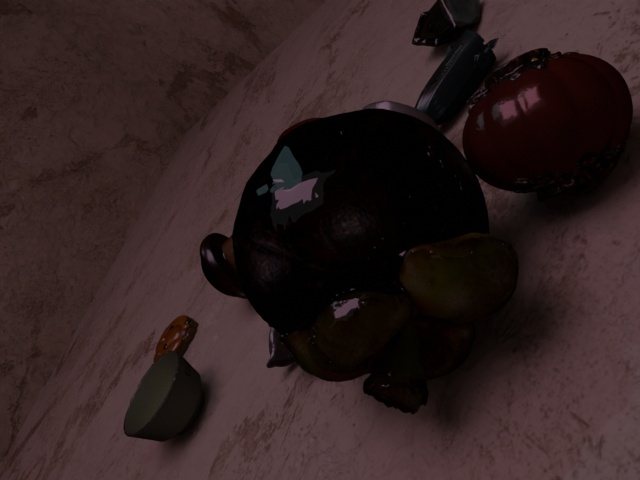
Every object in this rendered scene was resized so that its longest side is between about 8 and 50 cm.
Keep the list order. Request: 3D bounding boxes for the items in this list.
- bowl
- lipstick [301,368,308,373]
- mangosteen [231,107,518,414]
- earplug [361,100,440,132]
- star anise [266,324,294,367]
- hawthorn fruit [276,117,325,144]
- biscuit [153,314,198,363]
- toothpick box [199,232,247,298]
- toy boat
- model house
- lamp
[{"bbox_3d":[-0.346,0.370,1.333,0.211,0.112,0.211,-39,28,25],"label":"bowl"},{"bbox_3d":[0.011,0.169,1.069,0.048,0.048,0.157,-17,42,51],"label":"lipstick"},{"bbox_3d":[0.061,0.006,0.822,0.381,0.381,0.421,-45,27,15],"label":"mangosteen"},{"bbox_3d":[0.113,-0.101,1.148,0.172,0.172,0.301,-8,56,56],"label":"earplug"},{"bbox_3d":[-0.047,0.126,1.110,0.223,0.109,0.235,84,-169,-75],"label":"star anise"},{"bbox_3d":[-0.009,-0.180,1.314,0.250,0.215,0.215,30,83,46],"label":"hawthorn fruit"},{"bbox_3d":[-0.416,0.280,1.643,0.170,0.050,0.170,-39,29,27],"label":"biscuit"},{"bbox_3d":[-0.154,0.007,1.398,0.294,0.192,0.192,-42,27,17],"label":"toothpick box"},{"bbox_3d":[0.272,-0.328,1.228,0.246,0.093,0.103,-54,32,-3],"label":"toy boat"},{"bbox_3d":[0.314,-0.541,1.454,0.165,0.106,0.152,-26,-7,-37],"label":"model house"},{"bbox_3d":[0.314,-0.153,0.807,0.227,0.227,0.226,-39,28,26],"label":"lamp"}]
